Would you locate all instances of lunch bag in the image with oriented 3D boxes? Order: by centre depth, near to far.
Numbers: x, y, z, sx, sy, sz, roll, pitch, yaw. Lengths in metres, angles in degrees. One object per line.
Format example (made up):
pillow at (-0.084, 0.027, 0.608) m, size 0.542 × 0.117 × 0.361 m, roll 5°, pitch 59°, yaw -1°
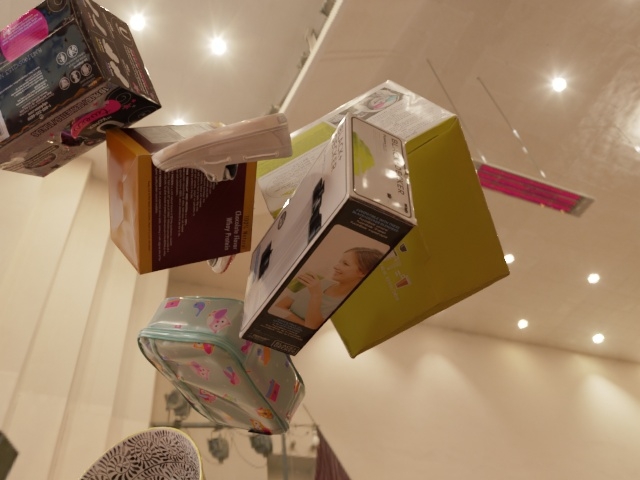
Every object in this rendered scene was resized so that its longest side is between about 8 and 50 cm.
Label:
lunch bag at (-0.165, 0.218, 0.979) m, size 0.224 × 0.107 × 0.279 m, roll -2°, pitch -49°, yaw 28°

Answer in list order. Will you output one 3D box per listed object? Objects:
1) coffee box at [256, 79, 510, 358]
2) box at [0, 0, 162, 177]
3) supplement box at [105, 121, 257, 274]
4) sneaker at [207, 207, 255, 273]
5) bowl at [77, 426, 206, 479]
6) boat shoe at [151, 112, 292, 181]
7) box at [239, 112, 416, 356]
coffee box at (0.098, -0.053, 1.111) m, size 0.338 × 0.334 × 0.337 m, roll -28°, pitch -62°, yaw 0°
box at (-0.394, -0.221, 0.864) m, size 0.247 × 0.163 × 0.142 m, roll -26°, pitch -9°, yaw 15°
supplement box at (-0.219, -0.074, 0.922) m, size 0.194 × 0.129 × 0.191 m, roll -13°, pitch -57°, yaw -35°
sneaker at (-0.230, -0.030, 1.341) m, size 0.112 × 0.120 × 0.299 m, roll 24°, pitch -35°, yaw 0°
bowl at (-0.172, 0.282, 0.576) m, size 0.170 × 0.170 × 0.080 m, roll -21°, pitch -55°, yaw 11°
boat shoe at (-0.119, -0.103, 0.705) m, size 0.184 × 0.066 × 0.063 m, roll -13°, pitch -79°, yaw 15°
box at (0.000, 0.000, 0.751) m, size 0.087 × 0.169 × 0.290 m, roll 23°, pitch -48°, yaw -19°
